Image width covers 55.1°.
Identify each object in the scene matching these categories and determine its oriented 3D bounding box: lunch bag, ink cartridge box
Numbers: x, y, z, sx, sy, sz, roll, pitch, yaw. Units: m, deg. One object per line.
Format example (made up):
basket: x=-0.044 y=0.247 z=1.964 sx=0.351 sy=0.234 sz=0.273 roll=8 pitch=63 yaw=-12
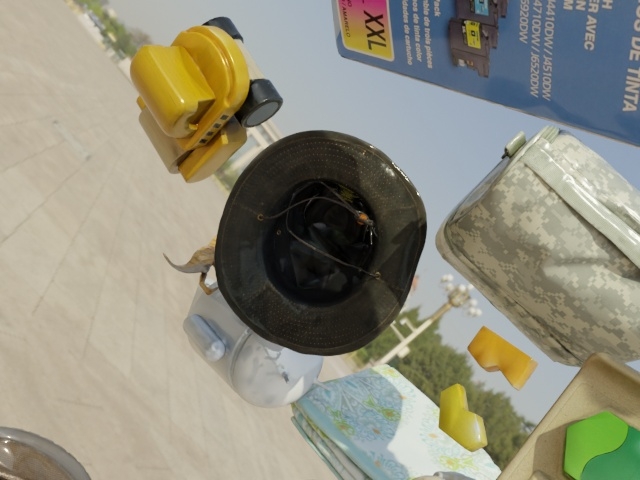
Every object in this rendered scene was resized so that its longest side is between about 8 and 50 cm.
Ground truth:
lunch bag: x=0.325 y=0.011 z=0.784 sx=0.305 sy=0.212 sz=0.256 roll=45 pitch=-5 yaw=8
ink cartridge box: x=0.226 y=-0.186 z=0.376 sx=0.395 sy=0.270 sz=0.151 roll=34 pitch=-33 yaw=41

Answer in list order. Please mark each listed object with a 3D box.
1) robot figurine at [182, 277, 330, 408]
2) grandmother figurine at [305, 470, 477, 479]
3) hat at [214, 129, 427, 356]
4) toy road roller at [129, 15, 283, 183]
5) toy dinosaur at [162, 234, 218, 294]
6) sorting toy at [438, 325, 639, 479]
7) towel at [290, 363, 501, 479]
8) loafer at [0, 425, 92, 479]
robot figurine: x=-0.132 y=0.198 z=1.228 sx=0.299 sy=0.200 sz=0.353 roll=5 pitch=19 yaw=-46
grandmother figurine: x=0.022 y=0.252 z=0.516 sx=0.342 sy=0.104 sz=0.207 roll=7 pitch=17 yaw=-38
hat: x=0.000 y=0.000 z=0.943 sx=0.331 sy=0.331 sz=0.134 roll=51 pitch=9 yaw=-4
toy road roller: x=-0.259 y=-0.257 z=1.151 sx=0.240 sy=0.329 sz=0.203 roll=-24 pitch=80 yaw=-53
toy dinosaur: x=-0.217 y=0.044 z=1.125 sx=0.112 sy=0.064 sz=0.211 roll=60 pitch=28 yaw=-7
sorting toy: x=0.203 y=0.206 z=0.494 sx=0.307 sy=0.229 sz=0.041 roll=36 pitch=-1 yaw=45
towel: x=0.154 y=0.409 z=1.251 sx=0.320 sy=0.090 sz=0.374 roll=-4 pitch=34 yaw=-42
loafer: x=-0.317 y=0.361 z=0.683 sx=0.130 sy=0.133 sz=0.366 roll=-73 pitch=154 yaw=-60
